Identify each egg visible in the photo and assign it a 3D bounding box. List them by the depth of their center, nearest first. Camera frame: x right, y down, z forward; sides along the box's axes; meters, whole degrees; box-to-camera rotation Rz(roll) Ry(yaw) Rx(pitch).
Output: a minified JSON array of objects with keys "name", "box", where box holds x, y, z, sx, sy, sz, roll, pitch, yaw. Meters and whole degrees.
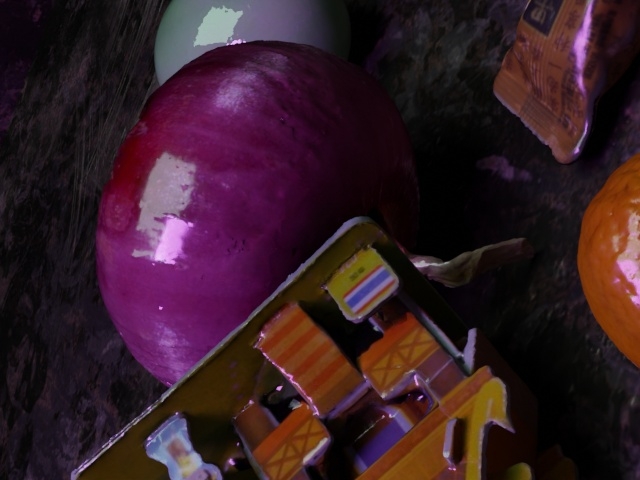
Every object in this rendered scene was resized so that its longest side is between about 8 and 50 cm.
[{"name":"egg","box":[-0.084,-0.236,1.426,0.270,0.220,0.220,-26,52,50]}]

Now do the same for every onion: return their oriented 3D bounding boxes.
[{"name":"onion","box":[-0.038,-0.005,1.101,0.345,0.358,0.358,31,100,55]}]

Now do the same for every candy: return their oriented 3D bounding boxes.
[{"name":"candy","box":[0.241,-0.209,1.007,0.143,0.101,0.271,53,125,49]}]

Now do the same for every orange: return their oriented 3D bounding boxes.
[{"name":"orange","box":[0.263,0.012,0.774,0.178,0.155,0.177,0,90,18]}]

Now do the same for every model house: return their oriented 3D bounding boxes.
[{"name":"model house","box":[0.020,0.220,0.896,0.358,0.242,0.313,-40,38,1]}]
